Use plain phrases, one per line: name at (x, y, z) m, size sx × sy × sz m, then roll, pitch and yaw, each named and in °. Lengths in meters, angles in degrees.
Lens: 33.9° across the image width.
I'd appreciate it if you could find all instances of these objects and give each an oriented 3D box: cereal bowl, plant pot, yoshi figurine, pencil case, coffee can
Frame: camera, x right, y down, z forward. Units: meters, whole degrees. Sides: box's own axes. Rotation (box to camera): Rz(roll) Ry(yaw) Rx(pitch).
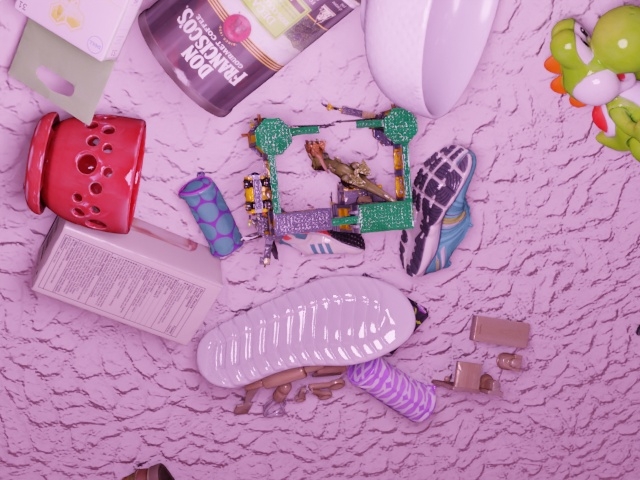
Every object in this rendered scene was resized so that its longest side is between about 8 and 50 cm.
cereal bowl at (0.155, -0.359, 1.565) m, size 0.141 × 0.339 × 0.339 m, roll 18°, pitch 125°, yaw 20°
plant pot at (-0.379, -0.116, 1.699) m, size 0.174 × 0.191 × 0.191 m, roll 10°, pitch 121°, yaw -9°
yoshi figurine at (0.541, -0.254, 1.749) m, size 0.362 × 0.203 × 0.203 m, roll 38°, pitch 95°, yaw -25°
pencil case at (-0.192, -0.042, 1.846) m, size 0.070 × 0.064 × 0.151 m, roll 5°, pitch 134°, yaw 36°
coffee can at (-0.105, -0.348, 1.578) m, size 0.275 × 0.201 × 0.201 m, roll -37°, pitch 120°, yaw 15°
pencil case at (0.146, 0.287, 2.087) m, size 0.206 × 0.086 × 0.088 m, roll 35°, pitch 82°, yaw -34°

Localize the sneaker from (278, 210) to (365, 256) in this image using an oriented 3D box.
sneaker at (0.000, 0.000, 1.915) m, size 0.161 × 0.057 × 0.075 m, roll 15°, pitch 136°, yaw -18°

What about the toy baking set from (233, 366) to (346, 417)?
toy baking set at (-0.063, 0.299, 2.064) m, size 0.256 × 0.030 × 0.197 m, roll -16°, pitch 149°, yaw 6°

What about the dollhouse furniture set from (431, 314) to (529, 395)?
dollhouse furniture set at (0.321, 0.229, 2.118) m, size 0.144 × 0.123 × 0.151 m, roll 9°, pitch 86°, yaw -14°

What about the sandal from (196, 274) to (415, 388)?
sandal at (-0.029, 0.169, 1.974) m, size 0.416 × 0.169 × 0.102 m, roll -12°, pitch 168°, yaw 5°

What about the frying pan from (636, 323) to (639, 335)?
frying pan at (0.733, 0.054, 2.053) m, size 0.326 × 0.053 × 0.197 m, roll -33°, pitch 120°, yaw 10°

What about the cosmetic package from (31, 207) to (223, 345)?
cosmetic package at (-0.336, 0.051, 1.849) m, size 0.296 × 0.129 × 0.153 m, roll 25°, pitch 115°, yaw -21°

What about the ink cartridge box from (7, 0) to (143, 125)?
ink cartridge box at (-0.383, -0.313, 1.588) m, size 0.171 × 0.056 × 0.235 m, roll 32°, pitch 109°, yaw 11°

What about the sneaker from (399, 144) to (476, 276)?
sneaker at (0.223, -0.055, 1.894) m, size 0.110 × 0.107 × 0.275 m, roll -5°, pitch 131°, yaw -28°

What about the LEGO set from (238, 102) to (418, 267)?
LEGO set at (0.009, -0.108, 1.795) m, size 0.331 × 0.192 × 0.255 m, roll -14°, pitch 95°, yaw -15°

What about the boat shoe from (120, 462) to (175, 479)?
boat shoe at (-0.327, 0.601, 2.231) m, size 0.104 × 0.110 × 0.307 m, roll -19°, pitch 114°, yaw 9°

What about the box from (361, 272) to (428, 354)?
box at (0.112, 0.143, 2.031) m, size 0.162 × 0.029 × 0.116 m, roll 30°, pitch 114°, yaw -23°
